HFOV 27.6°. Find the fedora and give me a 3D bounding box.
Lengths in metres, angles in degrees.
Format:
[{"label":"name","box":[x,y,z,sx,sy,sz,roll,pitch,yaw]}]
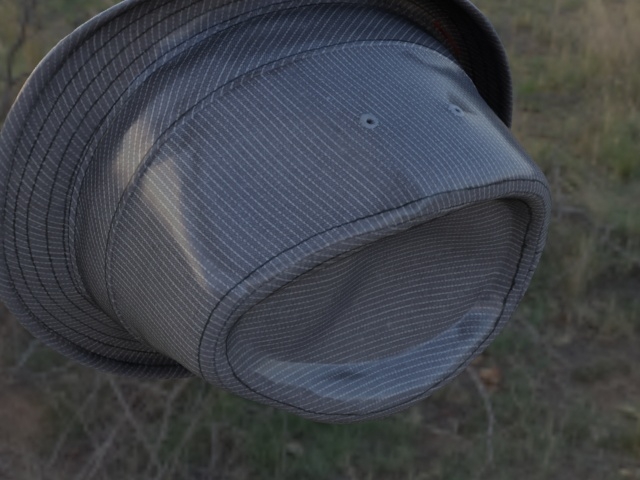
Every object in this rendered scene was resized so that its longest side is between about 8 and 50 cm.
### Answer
[{"label":"fedora","box":[0.000,0.000,0.598,0.275,0.243,0.124,-4,38,-36]}]
